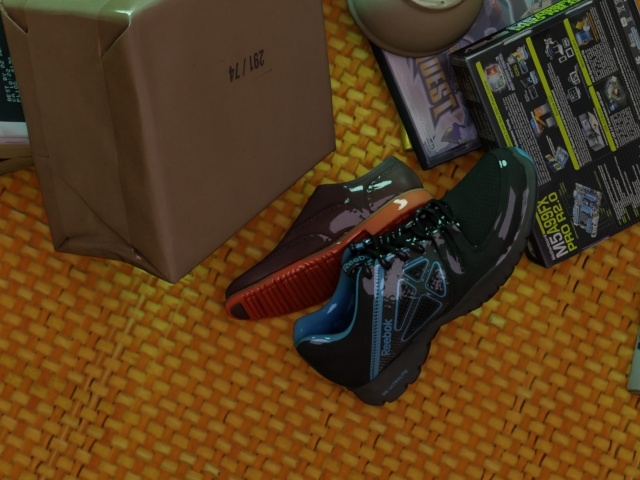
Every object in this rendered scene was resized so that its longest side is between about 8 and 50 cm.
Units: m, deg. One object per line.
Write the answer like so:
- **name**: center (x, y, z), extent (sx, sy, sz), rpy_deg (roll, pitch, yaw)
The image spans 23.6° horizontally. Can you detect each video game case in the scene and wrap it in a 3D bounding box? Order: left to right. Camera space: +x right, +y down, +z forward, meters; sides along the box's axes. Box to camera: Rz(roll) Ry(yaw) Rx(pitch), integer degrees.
- **video game case**: center (0.181, -0.253, 1.790), extent (0.248, 0.035, 0.275), rpy_deg (-22, 89, -11)

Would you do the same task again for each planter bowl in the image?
- **planter bowl**: center (0.115, -0.293, 1.708), extent (0.162, 0.109, 0.162), rpy_deg (1, 86, -10)

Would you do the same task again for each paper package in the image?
- **paper package**: center (-0.140, -0.167, 1.589), extent (0.168, 0.325, 0.310), rpy_deg (12, 126, 31)

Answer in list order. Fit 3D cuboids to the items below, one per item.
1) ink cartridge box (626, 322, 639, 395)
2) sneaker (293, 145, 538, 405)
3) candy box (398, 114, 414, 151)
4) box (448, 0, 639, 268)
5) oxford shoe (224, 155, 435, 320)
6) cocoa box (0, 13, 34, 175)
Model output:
- **ink cartridge box**: center (0.444, 0.107, 1.792), extent (0.127, 0.072, 0.175), rpy_deg (13, 84, -5)
- **sneaker**: center (0.108, 0.030, 1.685), extent (0.139, 0.125, 0.341), rpy_deg (30, 104, -26)
- **candy box**: center (0.137, -0.212, 1.812), extent (0.105, 0.027, 0.206), rpy_deg (-7, 86, -5)
- **box**: center (0.295, -0.135, 1.760), extent (0.216, 0.060, 0.270), rpy_deg (-27, 106, -9)
- **oxford shoe**: center (0.000, 0.000, 1.767), extent (0.271, 0.097, 0.098), rpy_deg (-29, 62, -5)
- **cocoa box**: center (-0.401, -0.244, 1.630), extent (0.228, 0.231, 0.347), rpy_deg (-13, 86, 28)
